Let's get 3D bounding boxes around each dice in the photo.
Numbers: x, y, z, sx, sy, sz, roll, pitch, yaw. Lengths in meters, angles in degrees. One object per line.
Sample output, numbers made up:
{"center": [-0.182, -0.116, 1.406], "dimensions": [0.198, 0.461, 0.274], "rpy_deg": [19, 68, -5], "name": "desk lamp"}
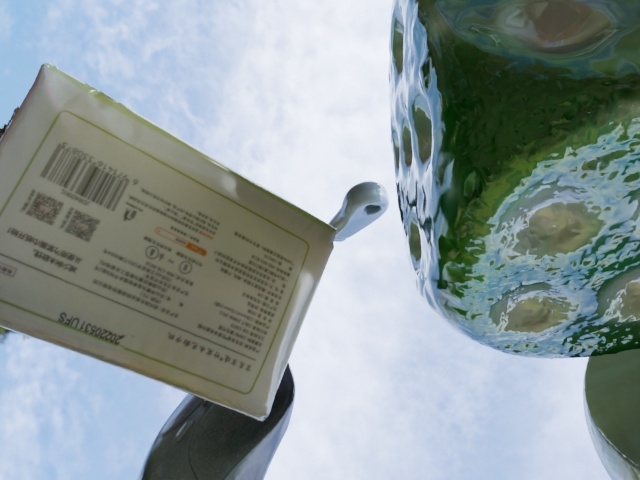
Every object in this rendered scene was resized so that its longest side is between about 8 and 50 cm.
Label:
{"center": [0.215, -0.095, 0.457], "dimensions": [0.297, 0.287, 0.300], "rpy_deg": [-6, -130, 5], "name": "dice"}

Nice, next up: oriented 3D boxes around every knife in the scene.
{"center": [-0.001, -0.001, 0.941], "dimensions": [0.331, 0.080, 0.044], "rpy_deg": [-41, -130, 45], "name": "knife"}

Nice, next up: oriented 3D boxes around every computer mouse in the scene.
{"center": [-0.120, 0.215, 0.610], "dimensions": [0.167, 0.090, 0.379], "rpy_deg": [7, -113, 46], "name": "computer mouse"}

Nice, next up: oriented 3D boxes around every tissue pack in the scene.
{"center": [-0.129, 0.012, 0.394], "dimensions": [0.125, 0.234, 0.159], "rpy_deg": [-10, -124, 59], "name": "tissue pack"}

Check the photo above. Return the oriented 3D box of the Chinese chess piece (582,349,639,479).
{"center": [0.459, 0.167, 0.548], "dimensions": [0.349, 0.349, 0.146], "rpy_deg": [-27, -69, 28], "name": "Chinese chess piece"}
